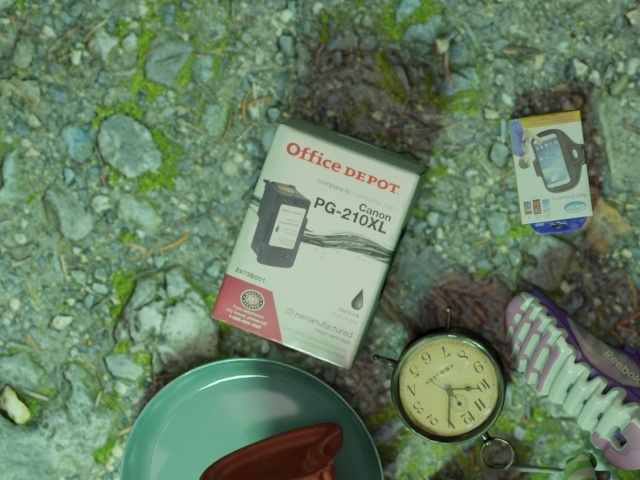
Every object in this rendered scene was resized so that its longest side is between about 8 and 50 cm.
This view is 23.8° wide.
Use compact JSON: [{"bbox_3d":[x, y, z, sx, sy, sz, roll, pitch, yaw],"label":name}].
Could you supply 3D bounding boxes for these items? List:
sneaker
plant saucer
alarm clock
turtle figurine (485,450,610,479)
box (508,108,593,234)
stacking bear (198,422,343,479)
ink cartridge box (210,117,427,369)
[{"bbox_3d":[0.306,0.143,1.693,0.236,0.104,0.095,48,144,20],"label":"sneaker"},{"bbox_3d":[-0.079,0.291,1.791,0.317,0.044,0.318,1,96,9],"label":"plant saucer"},{"bbox_3d":[0.157,0.180,1.729,0.129,0.064,0.192,-34,88,11],"label":"alarm clock"},{"bbox_3d":[0.327,0.337,1.701,0.266,0.275,0.198,-1,73,-10],"label":"turtle figurine"},{"bbox_3d":[0.259,-0.075,1.703,0.081,0.028,0.136,-8,93,10],"label":"box"},{"bbox_3d":[-0.021,0.377,1.697,0.164,0.175,0.289,-14,101,8],"label":"stacking bear"},{"bbox_3d":[0.000,0.000,1.715,0.172,0.100,0.237,20,99,6],"label":"ink cartridge box"}]
